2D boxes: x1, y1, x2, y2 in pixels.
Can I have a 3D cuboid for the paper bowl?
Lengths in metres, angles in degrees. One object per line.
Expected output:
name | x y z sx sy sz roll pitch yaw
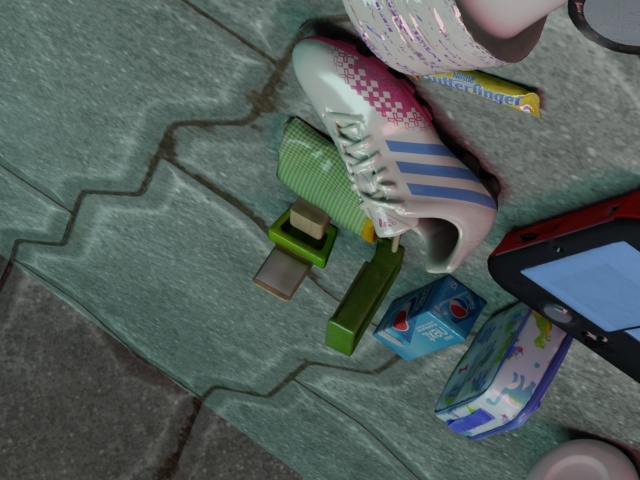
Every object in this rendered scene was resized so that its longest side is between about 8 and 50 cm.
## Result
paper bowl | 0.119 -0.274 1.240 0.148 0.284 0.284 -4 141 29

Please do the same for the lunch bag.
lunch bag | 0.246 0.180 2.180 0.090 0.176 0.219 35 158 -5

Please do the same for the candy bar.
candy bar | 0.169 -0.169 1.754 0.161 0.018 0.040 21 156 25

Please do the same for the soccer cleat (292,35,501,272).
soccer cleat | 0.077 -0.093 1.872 0.331 0.143 0.116 42 157 -22

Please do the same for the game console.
game console | 0.405 0.082 1.910 0.342 0.060 0.386 39 159 -14

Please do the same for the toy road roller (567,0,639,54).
toy road roller | 0.277 -0.293 1.111 0.240 0.202 0.329 1 147 31

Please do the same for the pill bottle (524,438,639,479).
pill bottle | 0.436 0.454 2.498 0.181 0.181 0.323 17 153 36

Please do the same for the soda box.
soda box | 0.153 0.114 2.316 0.071 0.067 0.210 36 158 -9

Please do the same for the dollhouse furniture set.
dollhouse furniture set | 0.000 0.000 2.167 0.197 0.151 0.301 29 158 10
